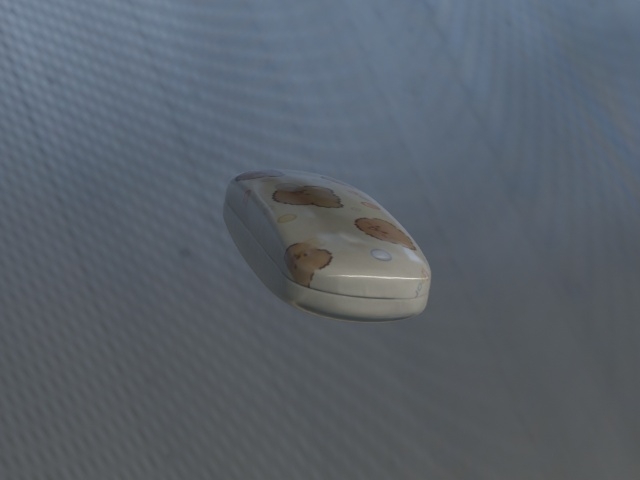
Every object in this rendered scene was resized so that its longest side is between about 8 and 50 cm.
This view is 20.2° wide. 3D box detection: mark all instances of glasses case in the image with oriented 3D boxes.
[{"bbox_3d":[0.000,0.000,0.783,0.063,0.041,0.164,3,15,-15],"label":"glasses case"}]
